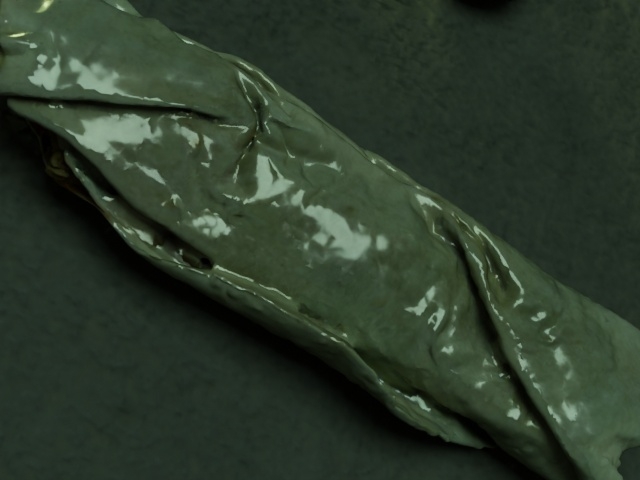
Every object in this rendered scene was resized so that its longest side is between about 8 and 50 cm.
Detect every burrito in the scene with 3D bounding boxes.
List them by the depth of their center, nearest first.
[{"bbox_3d":[0.000,0.000,0.840,0.392,0.076,0.117,33,56,-11],"label":"burrito"}]
